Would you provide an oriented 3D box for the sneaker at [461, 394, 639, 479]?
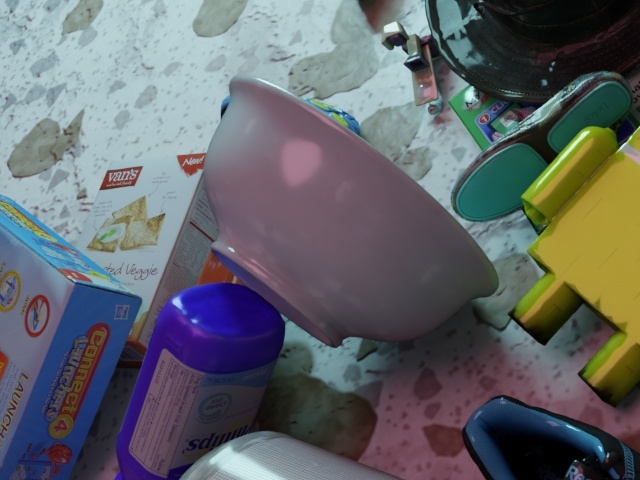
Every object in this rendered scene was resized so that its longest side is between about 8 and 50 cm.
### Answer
[{"bbox_3d":[0.232,0.225,1.122,0.341,0.139,0.125,27,75,45],"label":"sneaker"}]

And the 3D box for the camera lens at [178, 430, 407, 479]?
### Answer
[{"bbox_3d":[0.012,0.280,1.190,0.274,0.219,0.219,15,69,40],"label":"camera lens"}]

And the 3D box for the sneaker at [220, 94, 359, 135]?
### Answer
[{"bbox_3d":[-0.034,-0.113,1.657,0.188,0.067,0.078,7,85,40],"label":"sneaker"}]

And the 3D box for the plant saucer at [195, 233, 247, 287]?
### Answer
[{"bbox_3d":[-0.096,0.070,1.515,0.200,0.037,0.200,-160,90,-76],"label":"plant saucer"}]

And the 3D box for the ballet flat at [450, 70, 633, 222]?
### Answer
[{"bbox_3d":[0.196,-0.085,1.385,0.188,0.070,0.070,-34,44,11],"label":"ballet flat"}]

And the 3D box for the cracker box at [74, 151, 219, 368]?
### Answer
[{"bbox_3d":[-0.193,0.021,1.668,0.155,0.067,0.232,-3,57,39],"label":"cracker box"}]

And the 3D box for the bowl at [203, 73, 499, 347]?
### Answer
[{"bbox_3d":[0.000,0.000,1.355,0.134,0.298,0.298,-52,43,-8],"label":"bowl"}]

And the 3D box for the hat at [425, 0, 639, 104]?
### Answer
[{"bbox_3d":[0.210,-0.295,1.463,0.331,0.134,0.331,-19,51,25],"label":"hat"}]

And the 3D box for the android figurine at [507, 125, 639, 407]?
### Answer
[{"bbox_3d":[0.287,-0.001,1.281,0.273,0.056,0.248,-47,57,3],"label":"android figurine"}]

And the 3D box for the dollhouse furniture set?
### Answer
[{"bbox_3d":[0.133,-0.182,1.561,0.114,0.091,0.081,-18,65,24],"label":"dollhouse furniture set"}]

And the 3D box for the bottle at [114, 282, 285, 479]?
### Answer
[{"bbox_3d":[-0.122,0.175,1.390,0.092,0.118,0.283,38,120,31],"label":"bottle"}]

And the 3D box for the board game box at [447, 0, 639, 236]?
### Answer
[{"bbox_3d":[0.291,-0.156,1.431,0.317,0.046,0.213,-38,42,10],"label":"board game box"}]

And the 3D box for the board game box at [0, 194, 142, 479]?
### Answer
[{"bbox_3d":[-0.348,0.133,1.624,0.302,0.086,0.308,32,101,47],"label":"board game box"}]
